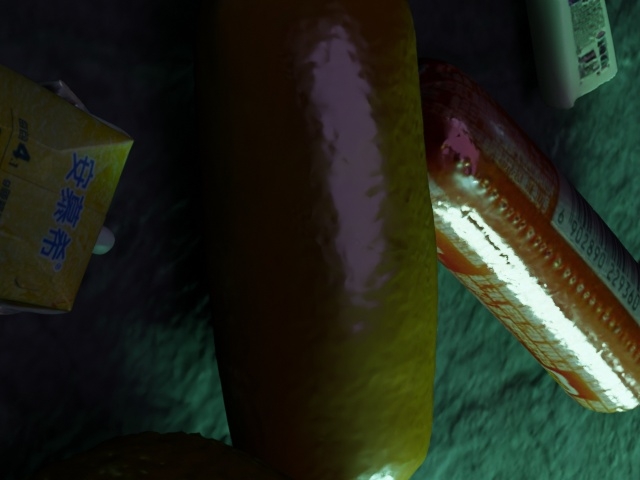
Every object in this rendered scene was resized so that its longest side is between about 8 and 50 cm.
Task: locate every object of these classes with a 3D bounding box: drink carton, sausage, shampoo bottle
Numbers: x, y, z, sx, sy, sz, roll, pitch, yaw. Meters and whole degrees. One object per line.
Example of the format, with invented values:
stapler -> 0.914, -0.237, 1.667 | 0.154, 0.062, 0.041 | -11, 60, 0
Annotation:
drink carton -> -0.121, -0.022, 0.555 | 0.200, 0.074, 0.084 | 25, 80, -47
sausage -> 0.000, 0.000, 0.685 | 0.098, 0.098, 0.238 | -21, 112, -45
sausage -> 0.091, -0.004, 0.802 | 0.274, 0.074, 0.074 | 42, 67, -45
shampoo bottle -> 0.117, -0.138, 0.831 | 0.049, 0.034, 0.141 | -31, 120, -33

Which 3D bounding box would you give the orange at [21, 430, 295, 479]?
orange -> -0.033, 0.186, 0.636 | 0.179, 0.158, 0.237 | -55, 134, -23
